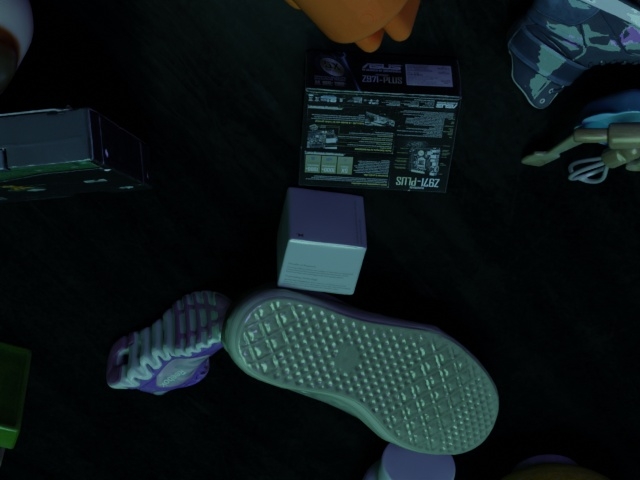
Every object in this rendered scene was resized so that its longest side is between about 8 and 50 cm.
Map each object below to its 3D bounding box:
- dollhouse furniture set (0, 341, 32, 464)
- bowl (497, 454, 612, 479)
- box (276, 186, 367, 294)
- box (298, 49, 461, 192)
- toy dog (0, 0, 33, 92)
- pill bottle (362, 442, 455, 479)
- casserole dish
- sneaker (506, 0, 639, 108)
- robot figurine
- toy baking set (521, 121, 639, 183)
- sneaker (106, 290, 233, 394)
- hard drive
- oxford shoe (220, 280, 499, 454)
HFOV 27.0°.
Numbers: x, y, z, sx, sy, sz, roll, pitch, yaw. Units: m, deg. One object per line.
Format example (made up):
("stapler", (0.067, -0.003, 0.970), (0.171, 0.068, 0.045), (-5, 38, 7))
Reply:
("dollhouse furniture set", (-0.579, 0.230, 1.872), (0.301, 0.151, 0.197), (17, 132, -15))
("bowl", (0.355, 0.425, 2.048), (0.289, 0.156, 0.289), (0, 133, 0))
("box", (0.000, 0.000, 1.682), (0.102, 0.101, 0.087), (6, 133, -8))
("box", (0.067, -0.138, 1.565), (0.180, 0.078, 0.147), (2, 134, -1))
("toy dog", (-0.485, -0.278, 1.341), (0.408, 0.284, 0.395), (34, 108, -29))
("pill bottle", (0.126, 0.425, 2.053), (0.152, 0.152, 0.272), (5, 134, -5))
("casserole dish", (0.381, -0.136, 1.551), (0.188, 0.037, 0.114), (14, 163, -34))
("sneaker", (0.315, -0.205, 1.487), (0.226, 0.086, 0.163), (24, 123, -14))
("robot figurine", (0.016, -0.294, 1.383), (0.128, 0.158, 0.219), (-49, 122, -1))
("toy baking set", (0.364, -0.098, 1.566), (0.256, 0.030, 0.197), (1, 166, 10))
("sneaker", (-0.185, 0.150, 1.843), (0.236, 0.095, 0.104), (-29, 134, 31))
("hard drive", (-0.331, -0.089, 1.482), (0.236, 0.064, 0.339), (-6, 178, 3))
("oxford shoe", (0.055, 0.164, 1.787), (0.449, 0.130, 0.169), (23, 89, -28))
